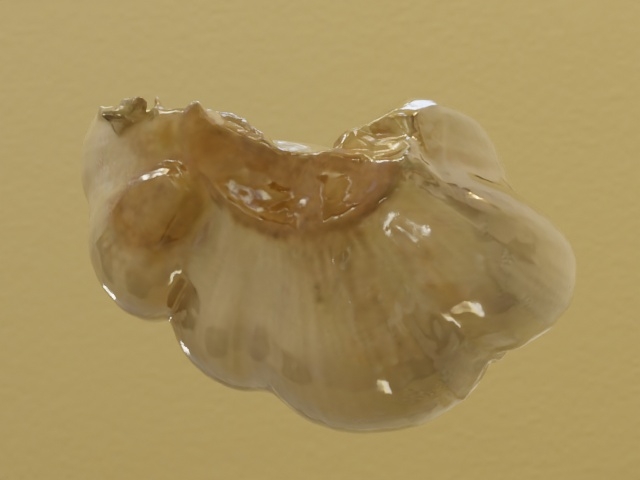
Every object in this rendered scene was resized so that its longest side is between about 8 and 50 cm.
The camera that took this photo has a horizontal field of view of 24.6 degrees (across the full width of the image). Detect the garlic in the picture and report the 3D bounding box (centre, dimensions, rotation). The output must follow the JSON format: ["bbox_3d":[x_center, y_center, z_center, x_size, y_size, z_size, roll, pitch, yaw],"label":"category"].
[{"bbox_3d":[0.005,0.016,0.833,0.203,0.281,0.185,15,74,-73],"label":"garlic"}]
